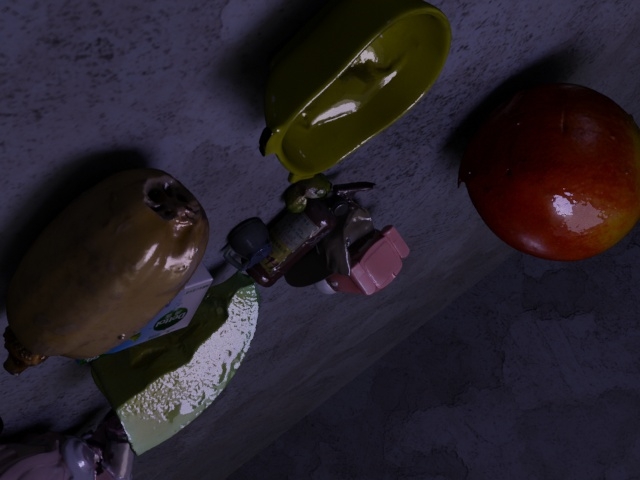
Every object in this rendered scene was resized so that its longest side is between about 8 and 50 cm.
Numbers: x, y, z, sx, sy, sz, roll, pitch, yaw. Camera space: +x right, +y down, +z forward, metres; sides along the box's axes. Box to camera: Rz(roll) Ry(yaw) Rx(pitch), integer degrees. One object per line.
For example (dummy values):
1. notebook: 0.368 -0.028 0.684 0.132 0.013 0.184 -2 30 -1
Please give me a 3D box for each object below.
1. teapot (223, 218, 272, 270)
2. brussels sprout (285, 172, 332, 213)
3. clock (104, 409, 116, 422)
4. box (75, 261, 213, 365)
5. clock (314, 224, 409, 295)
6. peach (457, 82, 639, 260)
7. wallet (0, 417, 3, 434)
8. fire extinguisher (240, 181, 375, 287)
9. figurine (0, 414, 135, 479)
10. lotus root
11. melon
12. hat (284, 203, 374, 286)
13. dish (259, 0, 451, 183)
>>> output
1. teapot: -0.117 0.011 1.235 0.088 0.057 0.066 -42 159 15
2. brussels sprout: -0.022 -0.074 1.214 0.083 0.046 0.051 -37 141 10
3. clock: -0.365 0.360 1.655 0.215 0.042 0.215 -32 161 -13
4. box: -0.275 0.096 1.139 0.194 0.073 0.139 -19 154 -41
5. clock: 0.075 0.046 1.495 0.166 0.092 0.162 -45 -158 -26
6. peach: 0.436 -0.130 1.455 0.370 0.370 0.370 -32 160 -13
7. wallet: -0.542 0.352 0.998 0.068 0.335 0.275 -7 159 14
8. fire extinguisher: -0.018 -0.027 1.293 0.252 0.075 0.106 -43 160 17
9. figurine: -0.487 0.447 1.391 0.253 0.211 0.361 -43 161 20
10. lotus root: -0.275 0.047 0.920 0.343 0.151 0.169 -40 146 24
11. melon: -0.227 0.187 1.284 0.323 0.196 0.124 -36 150 -8
12. hat: 0.000 0.000 1.416 0.173 0.144 0.166 -3 -153 21
13. dish: 0.022 -0.198 0.903 0.262 0.108 0.221 -39 161 5
